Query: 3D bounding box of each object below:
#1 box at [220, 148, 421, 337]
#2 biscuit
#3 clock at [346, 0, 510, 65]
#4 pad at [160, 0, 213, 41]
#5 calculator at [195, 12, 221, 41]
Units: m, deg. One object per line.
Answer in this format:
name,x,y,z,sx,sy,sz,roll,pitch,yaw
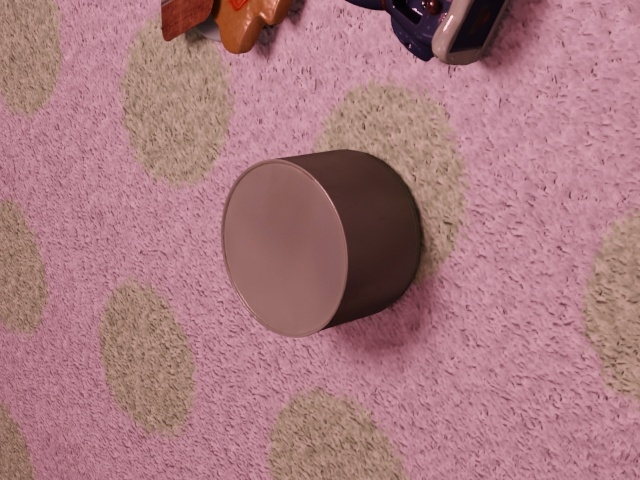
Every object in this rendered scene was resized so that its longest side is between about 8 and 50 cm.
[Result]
box,0.000,0.000,1.345,0.226,0.149,0.226,11,106,42
biscuit,-0.081,-0.373,1.403,0.238,0.041,0.212,-16,77,39
clock,0.101,-0.321,1.191,0.243,0.146,0.200,41,129,22
pad,-0.259,-0.415,1.544,0.323,0.055,0.250,-6,83,37
calculator,-0.132,-0.332,1.493,0.153,0.021,0.095,11,107,43
